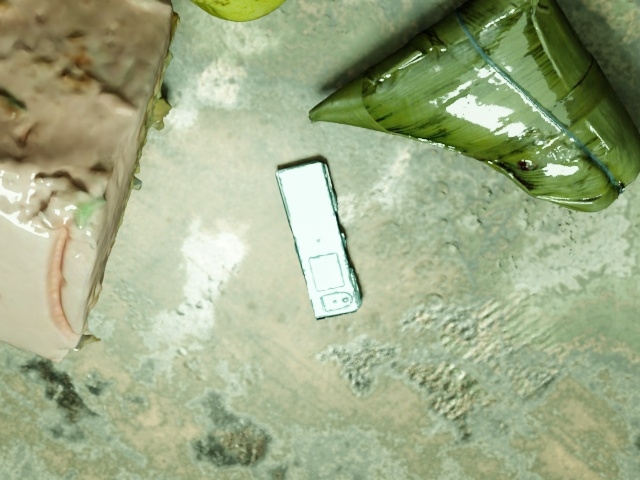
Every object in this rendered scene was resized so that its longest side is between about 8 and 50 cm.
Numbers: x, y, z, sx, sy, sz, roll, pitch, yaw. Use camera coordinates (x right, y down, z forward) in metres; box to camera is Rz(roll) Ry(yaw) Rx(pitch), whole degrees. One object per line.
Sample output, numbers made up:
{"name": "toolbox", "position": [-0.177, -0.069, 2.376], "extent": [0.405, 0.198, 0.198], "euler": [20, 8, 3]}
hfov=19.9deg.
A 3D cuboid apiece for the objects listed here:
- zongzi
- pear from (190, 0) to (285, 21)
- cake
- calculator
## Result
{"name": "zongzi", "position": [0.161, -0.102, 1.821], "extent": [0.274, 0.125, 0.251], "euler": [-32, 99, 13]}
{"name": "pear", "position": [-0.087, -0.309, 1.714], "extent": [0.197, 0.197, 0.197], "euler": [0, 109, 0]}
{"name": "cake", "position": [-0.308, -0.108, 1.681], "extent": [0.314, 0.306, 0.293], "euler": [18, 149, -2]}
{"name": "calculator", "position": [0.000, 0.000, 1.910], "extent": [0.057, 0.018, 0.172], "euler": [-15, 108, 4]}
